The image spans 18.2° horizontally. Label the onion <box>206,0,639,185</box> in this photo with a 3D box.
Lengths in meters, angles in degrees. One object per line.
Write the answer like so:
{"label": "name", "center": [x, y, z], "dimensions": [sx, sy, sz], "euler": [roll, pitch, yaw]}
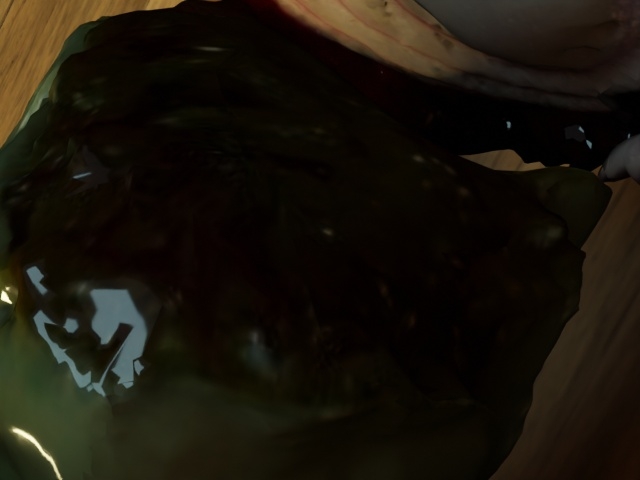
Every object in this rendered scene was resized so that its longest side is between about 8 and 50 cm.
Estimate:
{"label": "onion", "center": [0.100, -0.183, 0.767], "dimensions": [0.341, 0.341, 0.341], "euler": [-36, 44, 44]}

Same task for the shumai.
{"label": "shumai", "center": [-0.038, 0.085, 0.728], "dimensions": [0.397, 0.324, 0.323], "euler": [-68, -2, -64]}
